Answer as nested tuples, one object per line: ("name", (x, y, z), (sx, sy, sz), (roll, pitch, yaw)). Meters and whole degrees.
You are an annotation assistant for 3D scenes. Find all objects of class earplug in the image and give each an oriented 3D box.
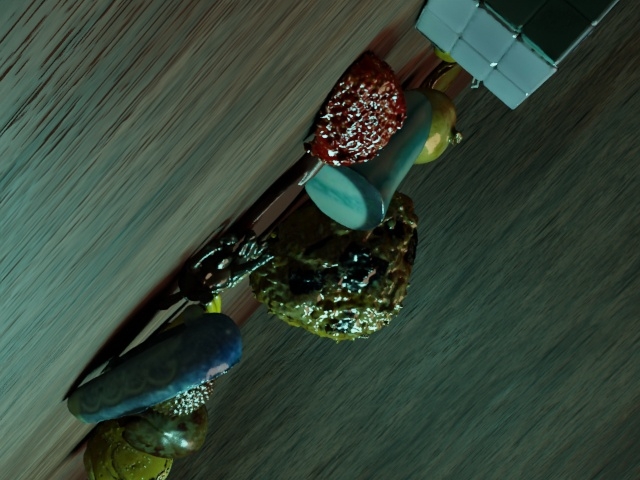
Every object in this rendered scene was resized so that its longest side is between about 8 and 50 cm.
("earplug", (0.128, -0.194, 1.751), (0.324, 0.185, 0.185), (-52, 180, -30))

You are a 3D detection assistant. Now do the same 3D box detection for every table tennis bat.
("table tennis bat", (-0.073, -0.077, 1.607), (0.310, 0.038, 0.200), (-47, 177, 23))

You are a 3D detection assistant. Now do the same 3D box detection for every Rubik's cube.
("Rubik's cube", (0.318, -0.375, 1.337), (0.231, 0.225, 0.221), (-46, 177, -9))

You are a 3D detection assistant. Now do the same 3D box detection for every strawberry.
("strawberry", (0.071, -0.198, 1.398), (0.188, 0.106, 0.286), (-47, 176, -10))

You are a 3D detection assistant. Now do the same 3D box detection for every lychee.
("lychee", (-0.312, 0.294, 1.897), (0.188, 0.188, 0.188), (-46, 177, -3))

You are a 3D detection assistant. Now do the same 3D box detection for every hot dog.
("hot dog", (-0.327, 0.209, 1.783), (0.215, 0.047, 0.066), (-45, 162, -18))

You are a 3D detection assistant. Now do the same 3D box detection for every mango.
("mango", (0.276, -0.410, 1.808), (0.080, 0.060, 0.114), (-54, 167, 24))

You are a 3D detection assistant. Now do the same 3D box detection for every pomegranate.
("pomegranate", (0.232, -0.259, 1.969), (0.196, 0.196, 0.196), (-46, 177, -3))

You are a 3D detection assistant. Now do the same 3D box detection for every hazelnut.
("hazelnut", (-0.384, 0.427, 2.127), (0.218, 0.234, 0.218), (-157, -90, -78))

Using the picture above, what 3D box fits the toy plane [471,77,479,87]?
("toy plane", (0.352, -0.441, 1.766), (0.251, 0.101, 0.255), (84, 26, -48))

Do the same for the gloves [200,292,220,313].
("gloves", (-0.300, 0.227, 2.113), (0.294, 0.116, 0.133), (113, -9, -55))

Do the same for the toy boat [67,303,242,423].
("toy boat", (-0.291, 0.203, 1.503), (0.330, 0.123, 0.215), (-21, -174, 26))

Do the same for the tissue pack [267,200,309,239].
("tissue pack", (0.000, 0.000, 2.191), (0.274, 0.194, 0.145), (-45, 172, -41))

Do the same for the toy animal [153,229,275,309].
("toy animal", (-0.171, 0.055, 1.471), (0.233, 0.084, 0.148), (-37, 173, -29))

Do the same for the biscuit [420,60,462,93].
("biscuit", (0.288, -0.387, 2.315), (0.262, 0.052, 0.277), (-45, 176, -34))

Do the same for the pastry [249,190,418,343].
("pastry", (0.049, 0.041, 1.906), (0.405, 0.337, 0.292), (-47, 180, 1))

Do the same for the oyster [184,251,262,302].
("oyster", (-0.191, 0.069, 1.701), (0.177, 0.056, 0.105), (-34, 169, -7))

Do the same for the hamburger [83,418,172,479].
("hamburger", (-0.497, 0.563, 2.292), (0.261, 0.245, 0.211), (-6, 163, -11))
